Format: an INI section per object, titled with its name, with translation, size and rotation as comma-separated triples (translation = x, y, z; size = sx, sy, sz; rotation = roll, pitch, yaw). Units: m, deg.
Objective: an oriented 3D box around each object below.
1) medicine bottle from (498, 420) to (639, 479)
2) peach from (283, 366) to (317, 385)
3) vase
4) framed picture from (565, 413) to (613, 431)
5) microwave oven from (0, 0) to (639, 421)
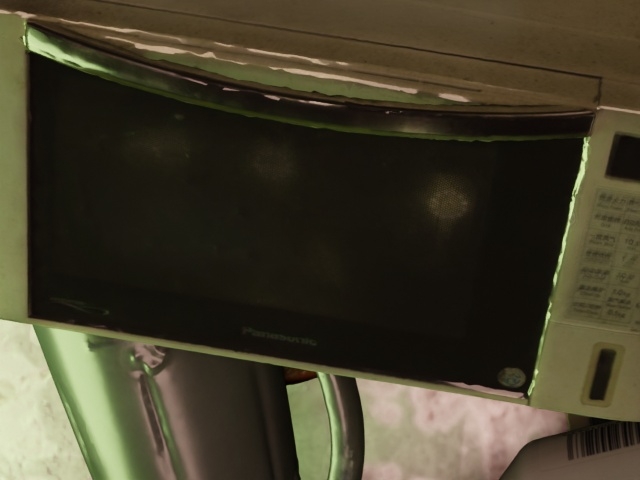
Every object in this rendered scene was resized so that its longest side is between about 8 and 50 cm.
[medicine bottle]
translation = 0.181, 0.188, 1.189
size = 0.215, 0.135, 0.135
rotation = -15, 91, 13
[peach]
translation = 0.000, 0.001, 1.271
size = 0.279, 0.068, 0.189
rotation = -13, 84, 14
[vase]
translation = -0.068, 0.152, 1.174
size = 0.251, 0.156, 0.301
rotation = -15, 90, 37
[framed picture]
translation = 0.334, 0.165, 1.236
size = 0.315, 0.024, 0.232
rotation = -12, 93, 13
[microwave oven]
translation = 0.020, -0.089, 1.061
size = 0.394, 0.333, 0.247
rotation = 9, 133, 3
